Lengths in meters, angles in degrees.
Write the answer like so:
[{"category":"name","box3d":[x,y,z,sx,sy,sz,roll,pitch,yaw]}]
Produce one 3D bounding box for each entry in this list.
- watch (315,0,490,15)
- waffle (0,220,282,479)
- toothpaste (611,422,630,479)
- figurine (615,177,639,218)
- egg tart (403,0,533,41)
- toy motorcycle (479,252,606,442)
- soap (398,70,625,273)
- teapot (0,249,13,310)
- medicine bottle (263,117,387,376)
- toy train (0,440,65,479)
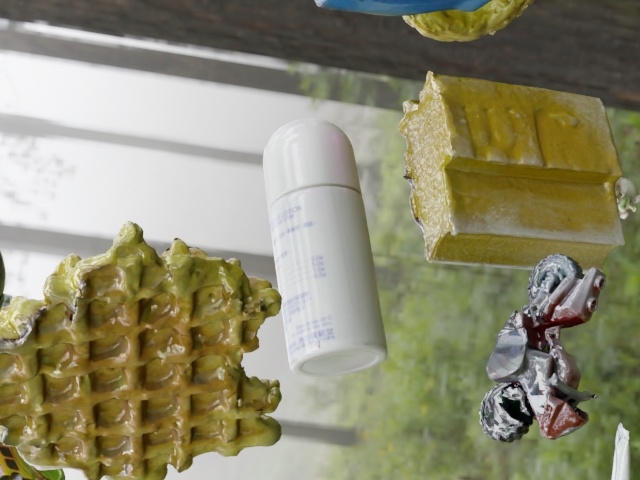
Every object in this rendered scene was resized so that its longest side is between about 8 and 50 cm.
[{"category":"watch","box3d":[0.097,-0.374,1.220,0.274,0.241,0.305,-34,67,58]},{"category":"waffle","box3d":[-0.154,0.111,1.165,0.301,0.281,0.058,61,-171,-46]},{"category":"toothpaste","box3d":[0.308,0.300,1.396,0.052,0.033,0.218,-63,-26,-84]},{"category":"figurine","box3d":[0.480,-0.105,2.307,0.081,0.146,0.098,-58,21,-12]},{"category":"egg tart","box3d":[0.243,-0.506,2.308,0.132,0.345,0.345,49,133,49]},{"category":"toy motorcycle","box3d":[0.244,0.119,1.429,0.122,0.082,0.213,15,81,39]},{"category":"soap","box3d":[0.266,-0.089,1.877,0.143,0.281,0.259,135,133,-56]},{"category":"teapot","box3d":[-0.527,0.049,1.911,0.321,0.239,0.239,-11,34,47]},{"category":"medicine bottle","box3d":[0.000,0.000,1.781,0.130,0.130,0.341,119,145,-64]},{"category":"toy train","box3d":[-0.505,0.299,2.088,0.100,0.160,0.296,-48,51,14]}]
